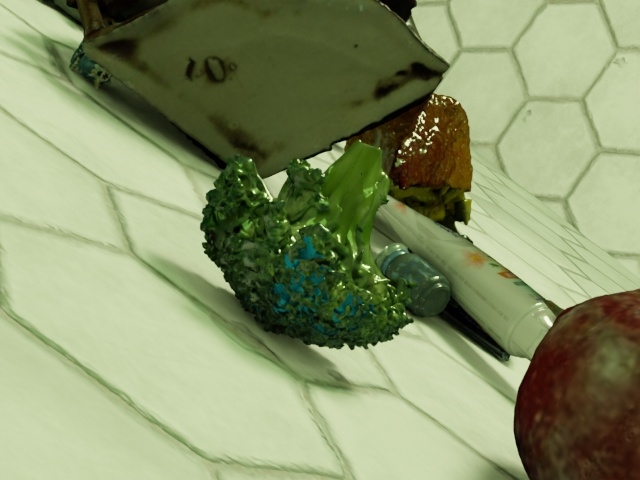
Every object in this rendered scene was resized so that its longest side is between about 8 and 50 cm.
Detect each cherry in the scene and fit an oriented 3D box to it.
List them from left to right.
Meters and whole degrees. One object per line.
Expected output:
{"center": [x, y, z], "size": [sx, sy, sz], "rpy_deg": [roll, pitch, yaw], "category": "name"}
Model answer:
{"center": [0.265, 0.154, 1.126], "size": [0.300, 0.203, 0.230], "rpy_deg": [47, 6, 16], "category": "cherry"}

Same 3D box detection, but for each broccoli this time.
{"center": [0.000, 0.000, 1.111], "size": [0.167, 0.160, 0.154], "rpy_deg": [29, -21, 28], "category": "broccoli"}

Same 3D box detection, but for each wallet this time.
{"center": [0.157, 0.062, 1.657], "size": [0.167, 0.036, 0.222], "rpy_deg": [35, 9, 4], "category": "wallet"}

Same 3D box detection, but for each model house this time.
{"center": [-0.080, -0.253, 1.562], "size": [0.297, 0.317, 0.282], "rpy_deg": [58, 5, -37], "category": "model house"}

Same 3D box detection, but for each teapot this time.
{"center": [0.100, 0.040, 1.509], "size": [0.064, 0.049, 0.083], "rpy_deg": [2, 31, -40], "category": "teapot"}

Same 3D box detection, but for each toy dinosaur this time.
{"center": [-0.230, -0.181, 1.521], "size": [0.047, 0.030, 0.083], "rpy_deg": [33, 12, -18], "category": "toy dinosaur"}

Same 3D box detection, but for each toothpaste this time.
{"center": [0.148, 0.030, 1.531], "size": [0.100, 0.066, 0.323], "rpy_deg": [25, 14, -47], "category": "toothpaste"}

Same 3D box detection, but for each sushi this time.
{"center": [0.104, -0.080, 1.790], "size": [0.167, 0.179, 0.296], "rpy_deg": [8, -7, -20], "category": "sushi"}

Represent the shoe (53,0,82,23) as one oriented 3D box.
{"center": [-0.240, -0.290, 1.772], "size": [0.228, 0.099, 0.125], "rpy_deg": [28, 4, -8], "category": "shoe"}
